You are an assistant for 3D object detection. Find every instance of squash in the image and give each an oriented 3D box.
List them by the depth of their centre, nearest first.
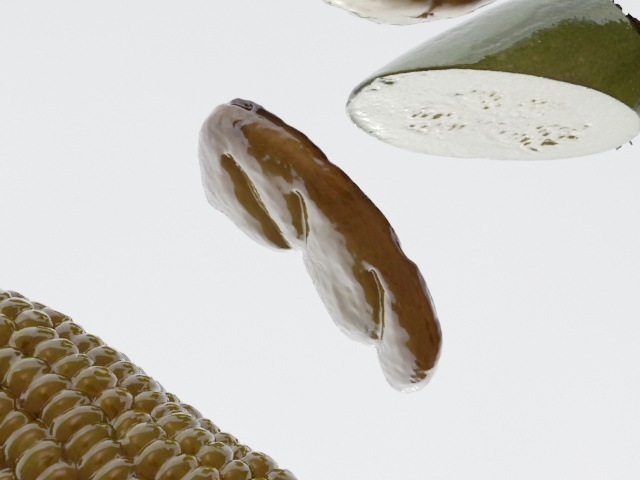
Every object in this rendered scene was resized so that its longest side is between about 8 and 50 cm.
[{"bbox_3d":[0.169,-0.117,1.570,0.260,0.189,0.189,-33,-75,-36],"label":"squash"}]

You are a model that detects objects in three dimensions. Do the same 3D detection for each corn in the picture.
[{"bbox_3d":[-0.042,0.109,0.530,0.310,0.101,0.101,32,-99,23],"label":"corn"}]

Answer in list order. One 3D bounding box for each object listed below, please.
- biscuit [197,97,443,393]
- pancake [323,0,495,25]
[{"bbox_3d":[0.002,-0.001,1.469,0.299,0.154,0.045,45,-124,11],"label":"biscuit"},{"bbox_3d":[0.057,-0.325,1.081,0.387,0.082,0.386,-4,-84,-45],"label":"pancake"}]
